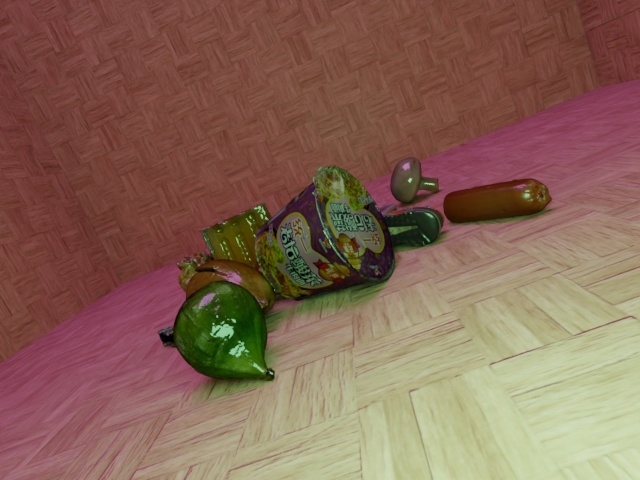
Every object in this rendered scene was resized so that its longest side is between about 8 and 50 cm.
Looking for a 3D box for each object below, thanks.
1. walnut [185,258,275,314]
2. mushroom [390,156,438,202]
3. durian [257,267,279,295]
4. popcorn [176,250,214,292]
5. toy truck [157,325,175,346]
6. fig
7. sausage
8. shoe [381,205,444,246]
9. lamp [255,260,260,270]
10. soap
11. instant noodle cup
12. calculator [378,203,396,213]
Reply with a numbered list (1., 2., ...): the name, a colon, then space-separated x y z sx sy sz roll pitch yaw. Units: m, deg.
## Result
1. walnut: -0.243 0.156 1.196 0.209 0.208 0.336 -31 23 -36
2. mushroom: 0.424 -0.264 1.920 0.215 0.207 0.207 10 17 6
3. durian: -0.126 0.083 1.340 0.132 0.165 0.182 22 39 39
4. popcorn: -0.488 0.137 1.781 0.170 0.189 0.218 -21 9 27
5. toy truck: -0.450 0.292 1.330 0.123 0.052 0.063 -11 12 45
6. fig: -0.185 0.209 0.888 0.203 0.203 0.235 -28 34 -24
7. sausage: 0.477 -0.109 1.227 0.094 0.097 0.348 -21 8 -30
8. shoe: 0.241 -0.045 1.358 0.337 0.132 0.171 -11 11 40
9. lamp: -0.153 0.095 1.446 0.136 0.136 0.136 -22 11 5
10. soap: -0.262 0.035 1.579 0.259 0.281 0.143 -22 9 8
11. instant noodle cup: 0.000 0.000 1.167 0.266 0.339 0.340 -27 7 32
12. calculator: 0.267 -0.121 1.887 0.100 0.032 0.175 -14 13 39
